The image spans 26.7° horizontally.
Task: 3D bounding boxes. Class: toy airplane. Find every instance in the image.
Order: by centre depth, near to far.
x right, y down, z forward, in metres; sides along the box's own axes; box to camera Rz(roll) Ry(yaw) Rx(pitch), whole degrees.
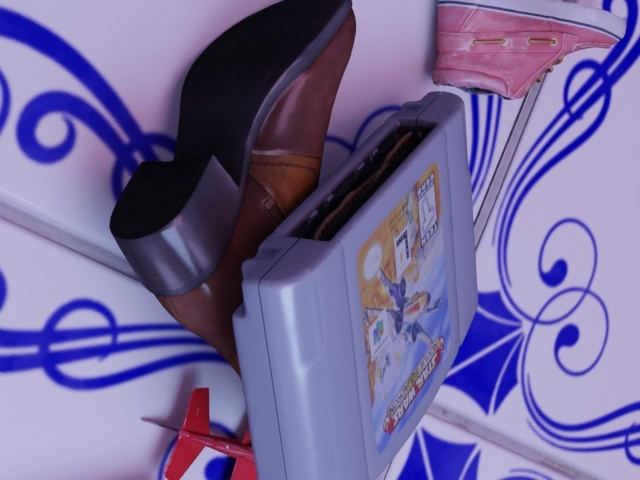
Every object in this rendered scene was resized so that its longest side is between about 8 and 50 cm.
[{"bbox_3d":[-0.060,0.147,0.964,0.151,0.028,0.151,-6,100,-37],"label":"toy airplane"}]

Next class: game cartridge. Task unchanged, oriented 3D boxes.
[{"bbox_3d":[0.038,0.042,0.918,0.297,0.062,0.198,-47,133,-51],"label":"game cartridge"}]

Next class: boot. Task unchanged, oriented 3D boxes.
[{"bbox_3d":[0.000,0.000,0.942,0.280,0.096,0.264,57,43,-38],"label":"boot"}]

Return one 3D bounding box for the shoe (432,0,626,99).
[{"bbox_3d":[0.163,-0.149,1.062,0.178,0.063,0.081,4,97,-32],"label":"shoe"}]
